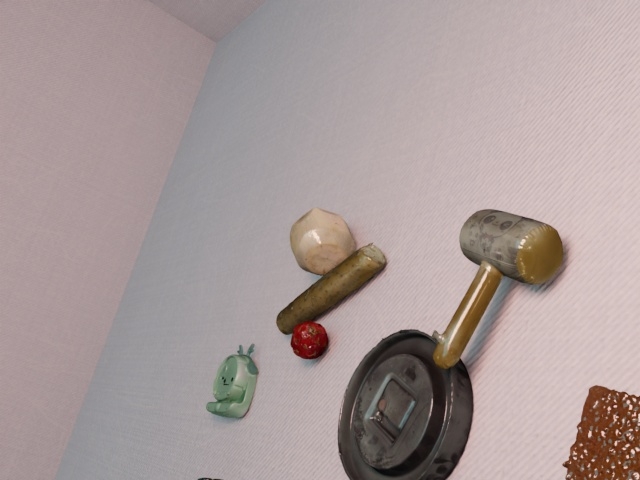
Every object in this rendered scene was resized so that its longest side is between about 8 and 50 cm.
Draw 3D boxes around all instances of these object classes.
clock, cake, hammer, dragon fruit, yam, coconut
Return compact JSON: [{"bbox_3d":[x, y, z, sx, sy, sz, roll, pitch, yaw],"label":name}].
[{"bbox_3d":[-0.241,0.387,1.893,0.159,0.066,0.211,-19,51,51],"label":"clock"},{"bbox_3d":[0.405,0.269,0.832,0.134,0.147,0.135,5,71,58],"label":"cake"},{"bbox_3d":[0.283,0.090,1.197,0.305,0.113,0.202,-58,25,-3],"label":"hammer"},{"bbox_3d":[-0.033,0.248,1.663,0.190,0.094,0.094,137,152,-73],"label":"dragon fruit"},{"bbox_3d":[0.015,0.129,1.670,0.371,0.083,0.083,-41,36,35],"label":"yam"},{"bbox_3d":[0.003,0.000,1.711,0.161,0.161,0.162,-48,31,27],"label":"coconut"},{"bbox_3d":[0.154,0.328,1.286,0.319,0.066,0.319,-40,37,38],"label":"clock"}]

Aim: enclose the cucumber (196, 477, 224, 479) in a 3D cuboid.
[{"bbox_3d":[-0.313,0.726,1.727,0.074,0.074,0.241,-13,57,55],"label":"cucumber"}]
